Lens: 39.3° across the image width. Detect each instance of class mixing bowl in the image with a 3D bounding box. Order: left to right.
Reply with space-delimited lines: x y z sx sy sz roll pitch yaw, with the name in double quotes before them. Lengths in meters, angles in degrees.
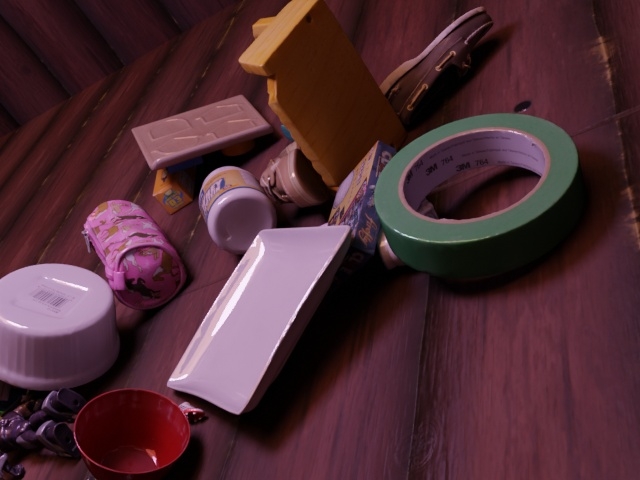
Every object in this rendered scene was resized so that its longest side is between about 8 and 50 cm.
"mixing bowl" -0.304 0.334 1.430 0.181 0.098 0.181 10 32 -6

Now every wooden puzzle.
"wooden puzzle" -0.310 -0.269 2.342 0.322 0.080 0.348 -19 27 -12

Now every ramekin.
"ramekin" -0.545 0.164 1.817 0.277 0.135 0.277 8 30 -4

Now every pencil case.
"pencil case" -0.426 0.025 2.026 0.167 0.160 0.386 -40 28 -8

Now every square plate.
"square plate" -0.104 0.128 1.522 0.344 0.049 0.347 -60 24 -16

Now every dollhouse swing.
"dollhouse swing" -0.051 -0.280 1.851 0.305 0.347 0.315 -3 42 46

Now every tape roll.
"tape roll" 0.247 -0.077 1.406 0.321 0.077 0.321 -14 37 11

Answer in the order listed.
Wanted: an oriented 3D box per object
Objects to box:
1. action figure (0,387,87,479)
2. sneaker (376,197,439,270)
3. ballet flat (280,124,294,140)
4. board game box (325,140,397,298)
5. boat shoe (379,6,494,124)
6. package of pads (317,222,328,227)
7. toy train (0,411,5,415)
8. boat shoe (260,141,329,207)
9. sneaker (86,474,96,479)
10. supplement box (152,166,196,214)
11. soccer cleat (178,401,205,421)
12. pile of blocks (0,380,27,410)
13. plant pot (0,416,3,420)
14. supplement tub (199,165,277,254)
"action figure" -0.558 0.369 1.721 0.285 0.099 0.185 -18 40 39
"sneaker" 0.159 -0.042 1.543 0.092 0.087 0.229 -13 40 23
"ballet flat" -0.033 -0.253 2.097 0.068 0.072 0.213 -29 27 -8
"board game box" 0.059 -0.037 1.570 0.165 0.042 0.243 -48 21 50
"boat shoe" 0.260 -0.373 1.912 0.324 0.097 0.116 -41 -13 -15
"package of pads" 0.000 0.000 1.684 0.083 0.050 0.032 -23 30 23
"toy train" -0.696 0.371 1.946 0.083 0.024 0.017 -14 30 38
"boat shoe" -0.059 -0.119 1.844 0.110 0.122 0.341 -33 11 7
"sneaker" -0.380 0.428 1.451 0.152 0.058 0.084 -24 36 15
"supplement box" -0.380 -0.163 2.352 0.078 0.080 0.233 -30 26 13
"soccer cleat" -0.225 0.290 1.522 0.083 0.029 0.036 -19 36 40
"pile of blocks" -0.615 0.271 1.895 0.112 0.149 0.362 -3 29 18
"plant pot" -0.749 0.399 1.887 0.134 0.095 0.134 -28 29 17
"supplement tub" -0.179 -0.069 1.897 0.144 0.144 0.200 -36 27 1
